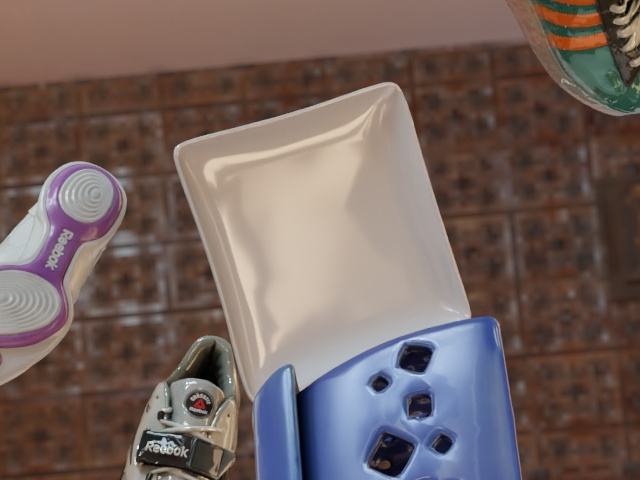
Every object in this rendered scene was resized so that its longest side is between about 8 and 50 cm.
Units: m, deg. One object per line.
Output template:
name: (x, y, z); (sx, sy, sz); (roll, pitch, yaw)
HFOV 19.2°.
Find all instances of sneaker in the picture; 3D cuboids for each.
sneaker: (-0.300, 0.059, 1.941); (0.305, 0.114, 0.152); (-56, 2, -40)
sneaker: (-0.149, 0.223, 1.951); (0.330, 0.122, 0.146); (-82, 2, -55)
sneaker: (0.239, -0.226, 1.656); (0.302, 0.121, 0.108); (48, -127, -30)

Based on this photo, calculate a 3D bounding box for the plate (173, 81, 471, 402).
plate: (0.000, 0.000, 1.963); (0.045, 0.278, 0.277); (-13, 95, 64)

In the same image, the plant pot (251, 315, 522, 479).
plant pot: (0.059, 0.224, 1.555); (0.236, 0.212, 0.236); (79, -174, -58)
